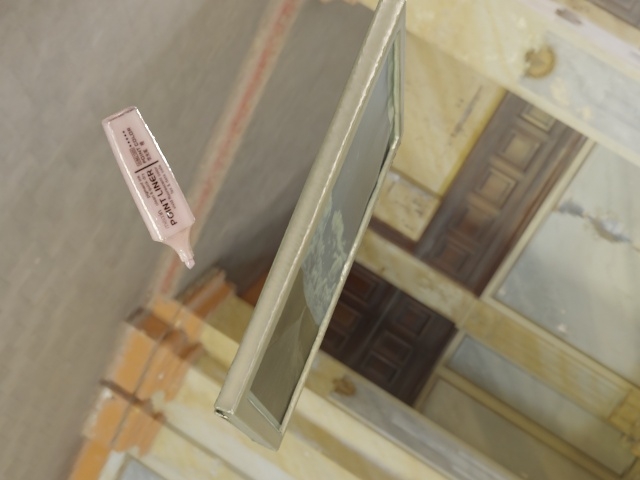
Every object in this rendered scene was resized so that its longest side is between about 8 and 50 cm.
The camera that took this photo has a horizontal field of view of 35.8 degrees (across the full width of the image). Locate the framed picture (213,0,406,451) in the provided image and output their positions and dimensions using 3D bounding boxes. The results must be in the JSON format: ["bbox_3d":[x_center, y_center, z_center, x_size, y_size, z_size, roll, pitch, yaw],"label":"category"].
[{"bbox_3d":[0.000,0.000,0.620,0.189,0.023,0.260,77,34,-71],"label":"framed picture"}]

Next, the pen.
[{"bbox_3d":[-0.183,-0.052,1.100,0.053,0.197,0.032,-31,-155,-16],"label":"pen"}]
